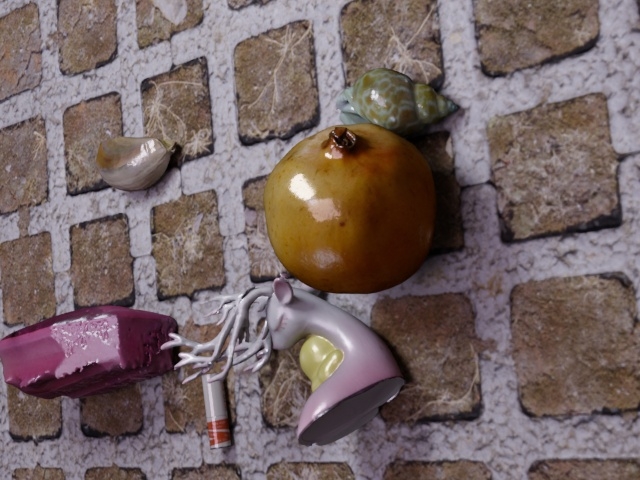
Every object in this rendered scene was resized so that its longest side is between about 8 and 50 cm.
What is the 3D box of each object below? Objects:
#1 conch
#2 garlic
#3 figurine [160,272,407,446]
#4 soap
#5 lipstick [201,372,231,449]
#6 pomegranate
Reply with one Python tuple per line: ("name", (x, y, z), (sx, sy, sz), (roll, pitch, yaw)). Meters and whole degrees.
("conch", (0.101, -0.208, 1.589), (0.173, 0.106, 0.116), (-19, 99, 56))
("garlic", (-0.357, -0.145, 1.970), (0.195, 0.087, 0.101), (-2, 74, 42))
("figurine", (-0.066, 0.182, 1.649), (0.284, 0.206, 0.316), (-44, 57, 17))
("soap", (-0.442, 0.215, 1.940), (0.325, 0.220, 0.127), (-21, 66, 37))
("lipstick", (-0.184, 0.301, 1.832), (0.038, 0.038, 0.131), (-15, 78, 38))
("pomegranate", (0.042, -0.052, 1.524), (0.264, 0.264, 0.264), (-2, 86, 39))
